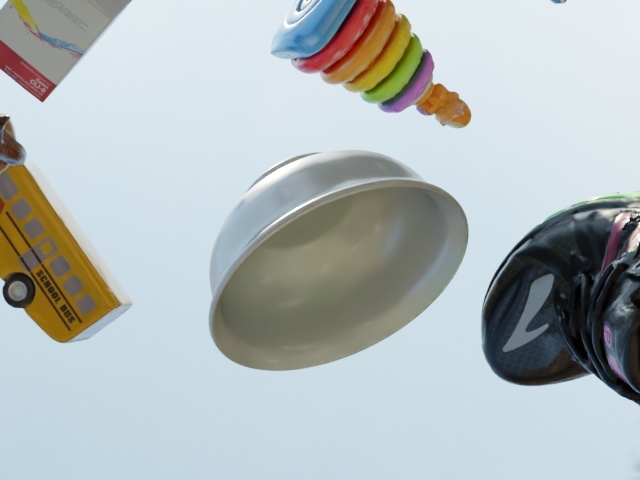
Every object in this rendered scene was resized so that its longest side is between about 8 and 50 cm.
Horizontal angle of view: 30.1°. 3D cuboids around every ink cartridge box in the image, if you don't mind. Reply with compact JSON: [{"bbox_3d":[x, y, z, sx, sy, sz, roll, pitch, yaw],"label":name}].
[{"bbox_3d":[-0.366,-0.312,1.658,0.127,0.176,0.128,41,-151,-14],"label":"ink cartridge box"}]

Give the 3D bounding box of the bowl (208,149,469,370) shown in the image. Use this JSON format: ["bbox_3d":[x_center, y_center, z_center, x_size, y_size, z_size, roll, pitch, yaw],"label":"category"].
[{"bbox_3d":[0.000,0.000,1.283,0.298,0.298,0.134,29,-152,-50],"label":"bowl"}]

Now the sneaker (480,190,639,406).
[{"bbox_3d":[0.295,0.057,1.106,0.202,0.483,0.185,-38,-84,-34],"label":"sneaker"}]

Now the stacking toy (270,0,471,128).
[{"bbox_3d":[0.094,-0.242,1.643,0.302,0.175,0.166,35,-98,-24],"label":"stacking toy"}]

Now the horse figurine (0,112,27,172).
[{"bbox_3d":[-0.333,-0.114,1.027,0.066,0.263,0.174,-61,-33,1],"label":"horse figurine"}]

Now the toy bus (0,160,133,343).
[{"bbox_3d":[-0.427,-0.003,1.745,0.333,0.130,0.108,54,-173,6],"label":"toy bus"}]

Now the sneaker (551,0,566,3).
[{"bbox_3d":[0.232,-0.336,1.385,0.162,0.073,0.063,41,-123,-22],"label":"sneaker"}]
